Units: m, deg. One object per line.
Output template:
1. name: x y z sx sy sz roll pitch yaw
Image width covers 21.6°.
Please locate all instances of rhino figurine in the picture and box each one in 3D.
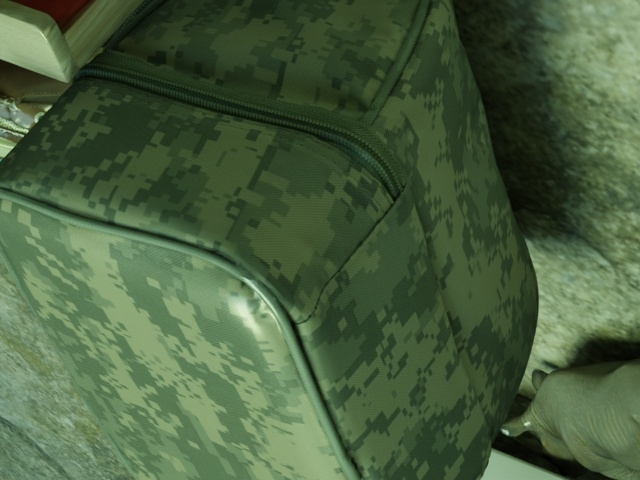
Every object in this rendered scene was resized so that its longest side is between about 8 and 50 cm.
1. rhino figurine: 0.192 0.115 1.051 0.106 0.073 0.243 41 156 -16

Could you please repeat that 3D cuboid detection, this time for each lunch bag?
1. lunch bag: 0.000 0.000 0.892 0.212 0.256 0.305 18 147 33

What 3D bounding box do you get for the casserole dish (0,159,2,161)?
1. casserole dish: -0.199 -0.071 1.262 0.114 0.037 0.188 32 145 10

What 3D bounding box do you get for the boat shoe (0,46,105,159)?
1. boat shoe: -0.162 -0.097 1.118 0.257 0.095 0.095 25 131 -8

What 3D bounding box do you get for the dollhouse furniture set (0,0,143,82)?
1. dollhouse furniture set: -0.090 -0.181 0.782 0.129 0.184 0.129 21 150 31

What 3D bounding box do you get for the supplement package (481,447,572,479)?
1. supplement package: 0.093 0.250 1.185 0.145 0.204 0.262 33 169 -40
